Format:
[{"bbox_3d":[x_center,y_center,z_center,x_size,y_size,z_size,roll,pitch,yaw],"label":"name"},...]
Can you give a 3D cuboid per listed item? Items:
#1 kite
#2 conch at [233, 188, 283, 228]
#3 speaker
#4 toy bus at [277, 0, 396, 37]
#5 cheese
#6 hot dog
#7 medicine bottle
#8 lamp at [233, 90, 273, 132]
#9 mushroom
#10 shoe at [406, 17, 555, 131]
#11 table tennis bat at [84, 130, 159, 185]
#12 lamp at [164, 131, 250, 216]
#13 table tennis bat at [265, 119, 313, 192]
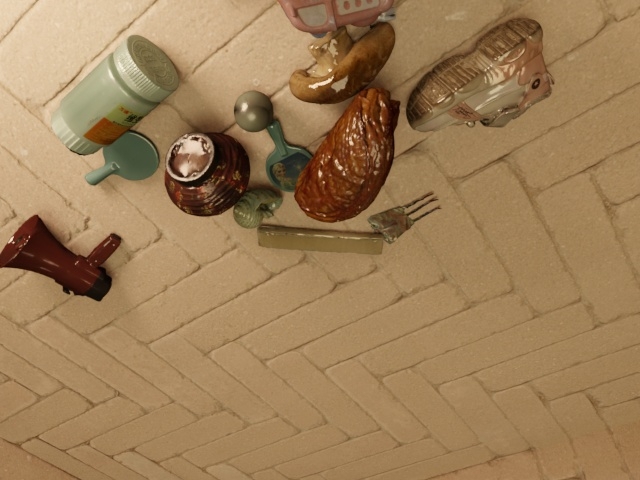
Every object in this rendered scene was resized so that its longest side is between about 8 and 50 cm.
[{"bbox_3d":[0.263,-0.069,1.499,0.229,0.016,0.127,-26,125,25],"label":"kite"},{"bbox_3d":[-0.188,-0.103,1.433,0.102,0.153,0.135,50,129,-1],"label":"conch"},{"bbox_3d":[-0.816,0.042,1.601,0.329,0.198,0.259,34,84,-38],"label":"speaker"},{"bbox_3d":[0.027,-0.553,1.031,0.294,0.197,0.231,-10,137,9],"label":"toy bus"},{"bbox_3d":[0.000,0.003,1.553,0.400,0.034,0.085,5,132,0],"label":"cheese"},{"bbox_3d":[0.082,-0.204,1.235,0.174,0.267,0.387,27,137,-15],"label":"hot dog"},{"bbox_3d":[-0.522,-0.353,1.231,0.318,0.158,0.158,-29,121,23],"label":"medicine bottle"},{"bbox_3d":[-0.172,-0.331,1.261,0.105,0.105,0.105,2,128,2],"label":"lamp"},{"bbox_3d":[0.052,-0.402,1.163,0.286,0.151,0.156,-25,124,21],"label":"mushroom"},{"bbox_3d":[0.386,-0.345,1.175,0.351,0.172,0.198,-30,124,26],"label":"shoe"},{"bbox_3d":[-0.579,-0.223,1.414,0.244,0.040,0.153,-25,122,16],"label":"table tennis bat"},{"bbox_3d":[-0.301,-0.177,1.321,0.247,0.247,0.247,2,128,2],"label":"lamp"},{"bbox_3d":[-0.095,-0.233,1.378,0.149,0.038,0.237,-13,129,13],"label":"table tennis bat"}]
